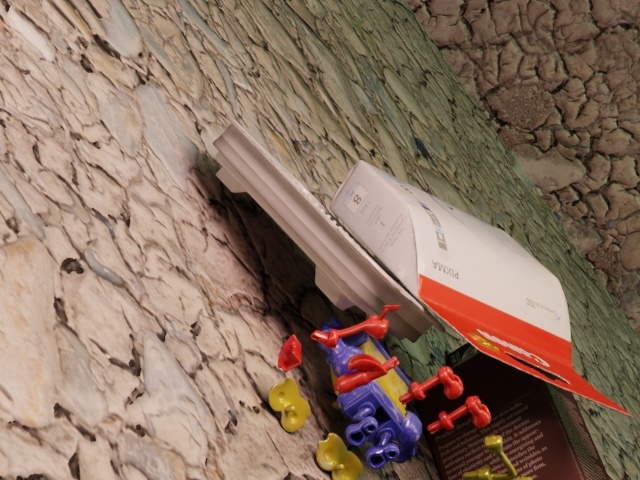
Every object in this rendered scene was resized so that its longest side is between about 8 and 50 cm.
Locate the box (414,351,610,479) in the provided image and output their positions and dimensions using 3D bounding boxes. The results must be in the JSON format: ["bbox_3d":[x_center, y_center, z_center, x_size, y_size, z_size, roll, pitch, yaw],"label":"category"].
[{"bbox_3d":[0.279,0.333,1.746,0.143,0.191,0.381,37,27,-46],"label":"box"}]

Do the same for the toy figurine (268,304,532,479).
[{"bbox_3d":[0.100,0.192,1.546,0.362,0.191,0.217,50,14,-20],"label":"toy figurine"}]

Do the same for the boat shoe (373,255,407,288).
[{"bbox_3d":[0.136,0.035,2.042,0.088,0.096,0.267,50,11,-7],"label":"boat shoe"}]

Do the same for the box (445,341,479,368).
[{"bbox_3d":[0.287,0.263,2.056,0.180,0.077,0.147,47,21,-28],"label":"box"}]

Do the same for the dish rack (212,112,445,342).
[{"bbox_3d":[0.000,0.000,1.627,0.333,0.072,0.285,47,3,27],"label":"dish rack"}]

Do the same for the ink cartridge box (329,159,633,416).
[{"bbox_3d":[0.221,0.057,1.681,0.308,0.091,0.385,25,13,-37],"label":"ink cartridge box"}]
